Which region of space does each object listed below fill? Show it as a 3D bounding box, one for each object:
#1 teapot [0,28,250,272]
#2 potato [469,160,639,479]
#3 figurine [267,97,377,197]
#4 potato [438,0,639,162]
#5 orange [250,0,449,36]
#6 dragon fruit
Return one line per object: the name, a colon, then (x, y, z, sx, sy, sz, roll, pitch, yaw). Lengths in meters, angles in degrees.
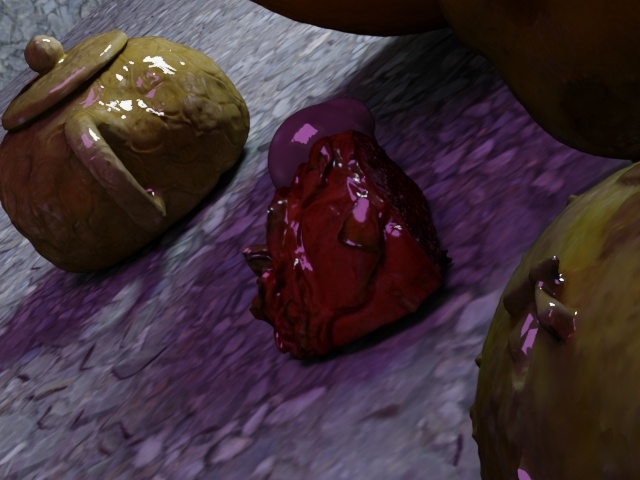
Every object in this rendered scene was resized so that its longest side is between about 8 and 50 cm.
teapot: (-0.170, -0.087, 1.243, 0.203, 0.167, 0.311, -37, 18, 4)
potato: (0.145, 0.037, 0.357, 0.176, 0.141, 0.298, -56, 22, -21)
figurine: (0.000, -0.046, 0.971, 0.083, 0.067, 0.071, -63, 5, -19)
potato: (0.217, -0.166, 0.654, 0.369, 0.176, 0.195, -31, 11, 27)
orange: (0.075, -0.315, 1.065, 0.424, 0.326, 0.424, -45, 5, 5)
dragon fruit: (0.000, 0.000, 0.842, 0.106, 0.083, 0.162, -37, 20, 12)
